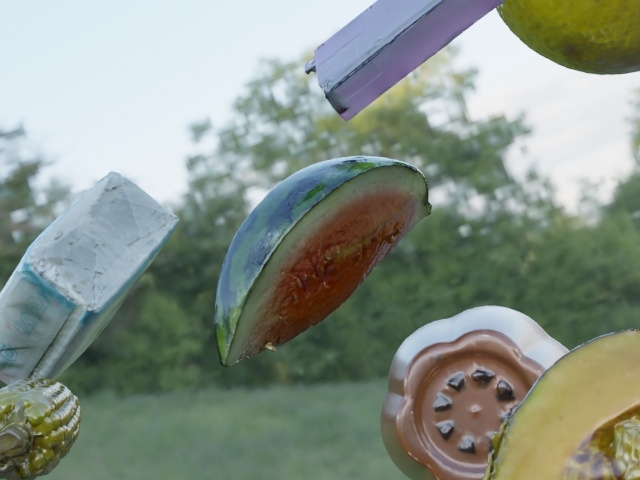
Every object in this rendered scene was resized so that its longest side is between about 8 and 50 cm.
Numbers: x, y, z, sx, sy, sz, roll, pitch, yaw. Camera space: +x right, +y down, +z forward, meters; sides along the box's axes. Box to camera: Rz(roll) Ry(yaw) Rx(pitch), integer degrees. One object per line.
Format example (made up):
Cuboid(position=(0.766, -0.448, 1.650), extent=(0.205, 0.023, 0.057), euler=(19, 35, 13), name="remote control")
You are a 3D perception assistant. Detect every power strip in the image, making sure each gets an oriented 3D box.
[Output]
Cuboid(position=(0.106, -0.205, 1.222), extent=(0.279, 0.037, 0.109), euler=(-37, 24, 15), name="power strip")

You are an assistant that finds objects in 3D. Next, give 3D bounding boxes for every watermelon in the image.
Cuboid(position=(0.005, 0.002, 1.171), extent=(0.063, 0.119, 0.245), euler=(12, 39, 44), name="watermelon")

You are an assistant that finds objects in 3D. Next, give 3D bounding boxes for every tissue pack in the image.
Cuboid(position=(-0.306, 0.057, 1.833), extent=(0.201, 0.124, 0.271), euler=(-47, -2, -40), name="tissue pack")

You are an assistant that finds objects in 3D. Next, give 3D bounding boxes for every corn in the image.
Cuboid(position=(-0.286, 0.183, 1.471), extent=(0.097, 0.097, 0.262), euler=(-20, 0, -1), name="corn")

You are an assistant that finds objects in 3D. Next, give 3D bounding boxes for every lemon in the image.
Cuboid(position=(0.285, -0.287, 1.525), extent=(0.254, 0.228, 0.228), euler=(14, 3, 10), name="lemon")

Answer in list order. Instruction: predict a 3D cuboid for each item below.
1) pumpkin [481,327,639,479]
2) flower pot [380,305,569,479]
Cuboid(position=(0.174, 0.241, 0.923), extent=(0.242, 0.232, 0.325), euler=(18, 63, 36), name="pumpkin")
Cuboid(position=(0.132, 0.144, 1.240), extent=(0.191, 0.190, 0.173), euler=(-21, -9, 8), name="flower pot")
